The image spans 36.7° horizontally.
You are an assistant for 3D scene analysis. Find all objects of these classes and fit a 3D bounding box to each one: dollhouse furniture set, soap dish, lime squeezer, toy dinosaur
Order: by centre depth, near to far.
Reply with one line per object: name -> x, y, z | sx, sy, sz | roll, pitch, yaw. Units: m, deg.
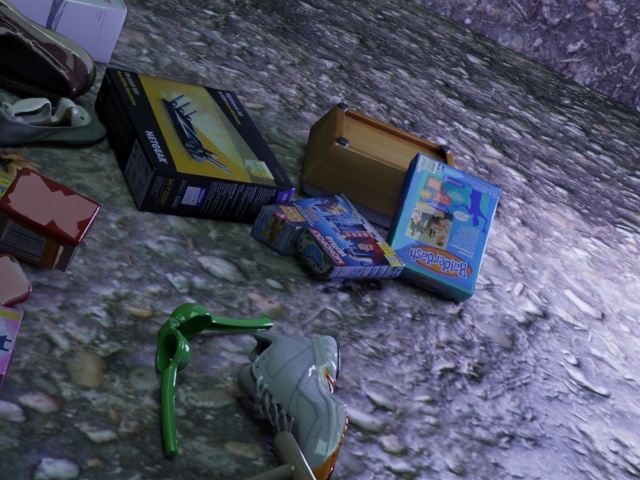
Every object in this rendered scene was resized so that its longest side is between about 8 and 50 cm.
dollhouse furniture set -> -0.451, -0.055, 1.060 | 0.374, 0.152, 0.201 | 27, 58, -6
lime squeezer -> -0.157, 0.141, 1.173 | 0.110, 0.059, 0.310 | 57, 26, -10
toy dinosaur -> -0.401, -0.079, 1.306 | 0.112, 0.064, 0.211 | -2, 39, -43
soap dish -> 0.116, -0.128, 1.760 | 0.291, 0.118, 0.229 | 21, 29, -8

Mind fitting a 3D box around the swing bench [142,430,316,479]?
swing bench -> -0.044, 0.331, 0.720 | 0.165, 0.253, 0.255 | -9, 44, -47

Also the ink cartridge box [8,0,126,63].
ink cartridge box -> -0.520, -0.435, 1.742 | 0.283, 0.117, 0.207 | 6, 34, -33

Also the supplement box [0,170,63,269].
supplement box -> -0.430, -0.048, 1.215 | 0.234, 0.080, 0.078 | 23, 31, -11

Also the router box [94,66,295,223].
router box -> -0.210, -0.155, 1.570 | 0.243, 0.081, 0.308 | 6, 34, -33

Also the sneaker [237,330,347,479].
sneaker -> -0.040, 0.195, 1.135 | 0.121, 0.099, 0.262 | 13, 23, -10

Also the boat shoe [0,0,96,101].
boat shoe -> -0.532, -0.315, 1.538 | 0.342, 0.123, 0.123 | 29, 26, -10

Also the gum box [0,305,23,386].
gum box -> -0.415, 0.101, 0.993 | 0.189, 0.062, 0.107 | 18, 30, -16

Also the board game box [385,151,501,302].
board game box -> 0.200, -0.023, 1.611 | 0.160, 0.047, 0.210 | 23, 65, -8

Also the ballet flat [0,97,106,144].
ballet flat -> -0.407, -0.185, 1.471 | 0.072, 0.068, 0.213 | 43, 32, 27

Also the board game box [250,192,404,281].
board game box -> 0.000, 0.000, 1.511 | 0.194, 0.060, 0.194 | 0, 38, -38
